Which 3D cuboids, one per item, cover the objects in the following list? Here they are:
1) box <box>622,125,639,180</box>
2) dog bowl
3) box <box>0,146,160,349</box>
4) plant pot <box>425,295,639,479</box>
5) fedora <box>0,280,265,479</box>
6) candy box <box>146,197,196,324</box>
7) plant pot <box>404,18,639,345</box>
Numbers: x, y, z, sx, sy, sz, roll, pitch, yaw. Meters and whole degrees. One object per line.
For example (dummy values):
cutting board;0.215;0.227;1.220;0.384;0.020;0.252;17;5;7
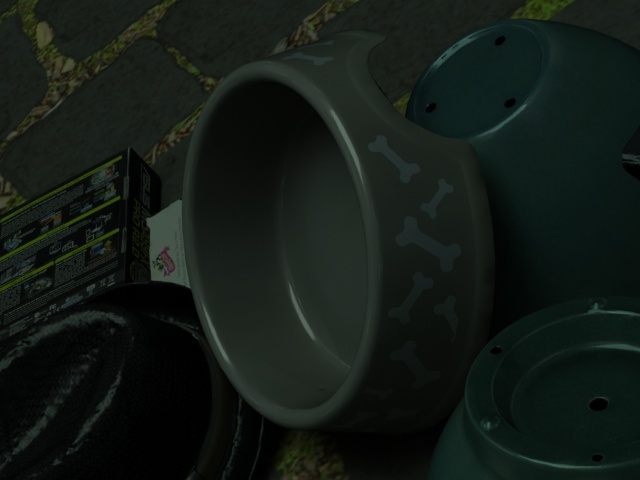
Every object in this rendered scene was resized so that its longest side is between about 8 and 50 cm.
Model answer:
box;0.456;-0.138;1.377;0.395;0.212;0.293;-53;22;-8
dog bowl;0.000;0.000;1.639;0.102;0.348;0.349;-9;22;-32
box;-0.294;0.044;2.075;0.270;0.060;0.216;-26;39;19
plant pot;0.196;0.163;1.321;0.293;0.196;0.293;-9;36;6
fedora;-0.217;0.168;1.741;0.334;0.152;0.334;-11;62;21
candy box;-0.068;0.005;1.901;0.196;0.070;0.165;-28;39;17
plant pot;0.178;-0.071;1.653;0.290;0.195;0.290;-24;41;23
